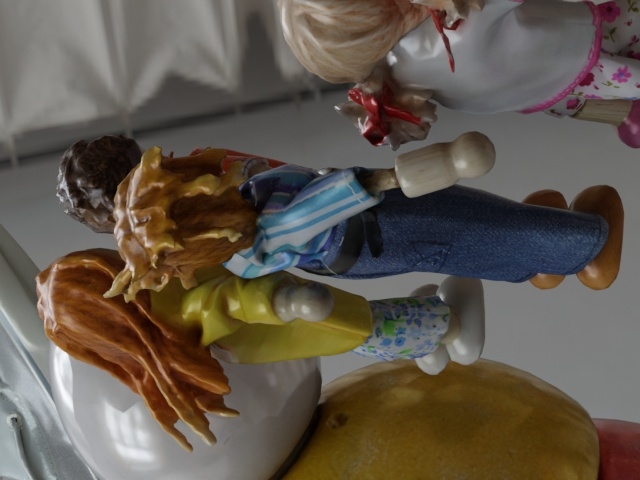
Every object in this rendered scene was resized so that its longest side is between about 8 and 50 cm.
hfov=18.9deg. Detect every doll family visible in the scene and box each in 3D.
[{"bbox_3d":[0.000,0.000,0.615,0.163,0.263,0.118,6,-109,-28],"label":"doll family"}]

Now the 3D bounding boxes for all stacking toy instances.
[{"bbox_3d":[0.066,0.174,0.908,0.480,0.350,0.350,37,-143,-12],"label":"stacking toy"}]

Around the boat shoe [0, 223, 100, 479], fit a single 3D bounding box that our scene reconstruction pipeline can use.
[{"bbox_3d":[-0.138,0.094,0.932,0.081,0.227,0.079,-28,-169,-1],"label":"boat shoe"}]
